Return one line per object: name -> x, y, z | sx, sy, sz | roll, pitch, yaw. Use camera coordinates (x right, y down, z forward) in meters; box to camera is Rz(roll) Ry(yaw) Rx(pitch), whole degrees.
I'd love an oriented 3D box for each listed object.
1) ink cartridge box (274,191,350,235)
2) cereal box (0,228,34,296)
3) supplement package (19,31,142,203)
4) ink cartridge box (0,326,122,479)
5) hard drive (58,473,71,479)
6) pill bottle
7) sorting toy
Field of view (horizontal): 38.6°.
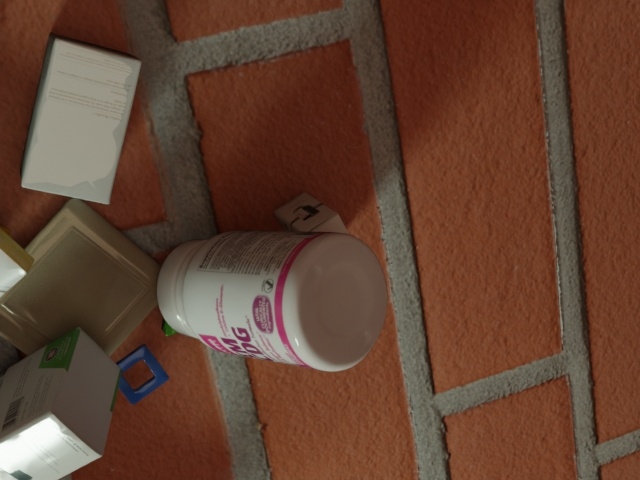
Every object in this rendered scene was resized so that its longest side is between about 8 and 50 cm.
ink cartridge box -> 0.000, 0.000, 1.239 | 0.056, 0.135, 0.099 | -33, 114, -9
cereal box -> -0.487, 0.045, 1.083 | 0.240, 0.047, 0.173 | -40, 109, 13
supplement package -> -0.292, -0.148, 1.105 | 0.105, 0.105, 0.179 | 12, 101, -24
ink cartridge box -> -0.367, 0.229, 1.123 | 0.219, 0.160, 0.092 | -30, 119, 16
hard drive -> -0.392, 0.498, 1.190 | 0.047, 0.233, 0.353 | 15, 100, -21
pill bottle -> -0.070, 0.068, 1.138 | 0.160, 0.283, 0.160 | -2, 92, -43
sorting toy -> -0.321, 0.067, 1.193 | 0.347, 0.047, 0.196 | 43, 85, -25
